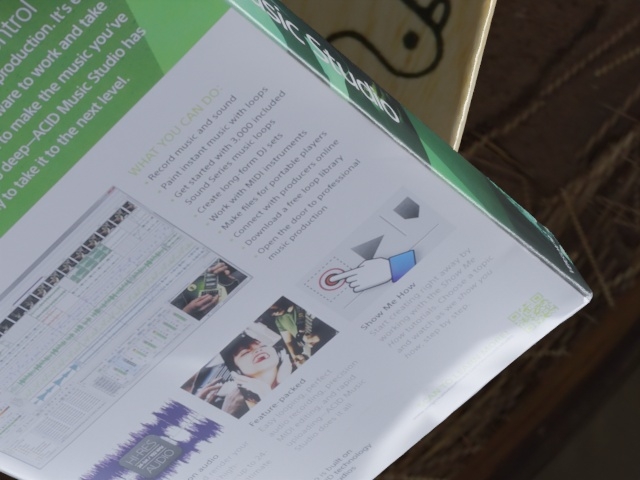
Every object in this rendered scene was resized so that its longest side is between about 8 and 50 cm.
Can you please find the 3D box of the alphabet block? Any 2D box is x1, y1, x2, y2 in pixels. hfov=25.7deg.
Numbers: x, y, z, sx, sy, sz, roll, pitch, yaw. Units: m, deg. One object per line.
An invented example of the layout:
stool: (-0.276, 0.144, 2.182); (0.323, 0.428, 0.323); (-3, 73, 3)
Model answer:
alphabet block: (0.018, -0.173, 1.007); (0.192, 0.193, 0.197); (11, 109, -3)

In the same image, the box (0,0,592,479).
box: (-0.062, 0.013, 0.600); (0.232, 0.058, 0.322); (-42, 132, 15)
